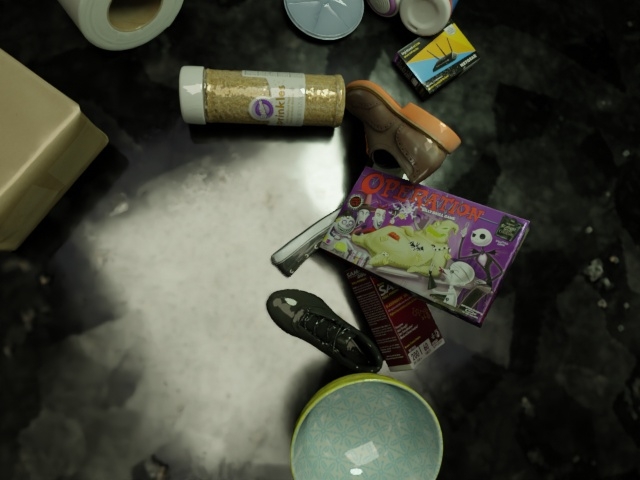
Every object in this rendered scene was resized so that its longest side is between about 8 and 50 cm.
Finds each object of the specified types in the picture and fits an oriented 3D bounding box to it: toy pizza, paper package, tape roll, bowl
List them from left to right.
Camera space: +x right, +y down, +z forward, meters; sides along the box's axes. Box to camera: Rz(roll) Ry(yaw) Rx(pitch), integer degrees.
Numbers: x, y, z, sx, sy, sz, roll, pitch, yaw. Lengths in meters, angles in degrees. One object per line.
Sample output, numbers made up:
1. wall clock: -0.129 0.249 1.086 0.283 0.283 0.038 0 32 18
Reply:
1. paper package: -0.660 -0.194 0.846 0.309 0.168 0.325 36 79 -2
2. tape roll: -0.431 -0.549 0.890 0.246 0.246 0.169 -37 88 -12
3. toy pizza: 0.008 -0.589 1.069 0.201 0.032 0.201 1 83 -9
4. bowl: 0.080 0.387 0.867 0.289 0.156 0.289 -1 95 -6

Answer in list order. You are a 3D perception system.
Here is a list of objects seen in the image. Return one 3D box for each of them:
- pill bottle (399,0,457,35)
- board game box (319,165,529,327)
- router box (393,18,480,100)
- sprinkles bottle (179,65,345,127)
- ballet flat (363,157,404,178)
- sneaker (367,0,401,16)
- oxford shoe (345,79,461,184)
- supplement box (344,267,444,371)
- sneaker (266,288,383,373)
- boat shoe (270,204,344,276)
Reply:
1. pill bottle: 0.286 -0.620 1.056 0.124 0.124 0.221 28 64 -4
2. board game box: 0.189 -0.003 0.837 0.347 0.056 0.208 24 75 30
3. router box: 0.293 -0.458 1.085 0.179 0.046 0.133 -37 88 -12
4. sprinkles bottle: -0.127 -0.320 0.965 0.355 0.121 0.121 -1 82 -9
5. ballet flat: 0.165 -0.194 1.003 0.095 0.096 0.280 22 80 -5
6. sneaker: 0.130 -0.710 1.031 0.152 0.114 0.305 -50 127 -20
7. oxford shoe: 0.128 -0.240 0.918 0.130 0.364 0.133 27 105 -37
8. supplement box: 0.164 0.147 0.942 0.130 0.073 0.239 -22 85 -41
9. sneaker: 0.016 0.189 0.911 0.286 0.130 0.109 29 81 -2
10. boat shoe: 0.000 0.000 0.963 0.228 0.080 0.076 -36 97 -11
